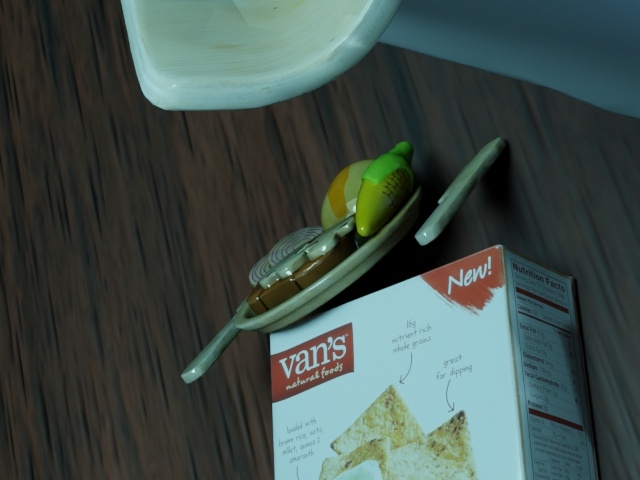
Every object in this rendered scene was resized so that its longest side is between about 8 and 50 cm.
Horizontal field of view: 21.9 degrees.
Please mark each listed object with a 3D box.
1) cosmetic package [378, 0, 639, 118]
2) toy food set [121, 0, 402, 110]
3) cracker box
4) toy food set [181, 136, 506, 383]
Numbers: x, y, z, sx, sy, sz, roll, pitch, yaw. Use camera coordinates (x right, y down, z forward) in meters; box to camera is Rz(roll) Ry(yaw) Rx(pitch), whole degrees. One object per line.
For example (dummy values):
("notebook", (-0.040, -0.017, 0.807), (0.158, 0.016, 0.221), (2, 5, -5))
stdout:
("cosmetic package", (0.206, -0.261, 0.539), (0.327, 0.329, 0.393), (147, 133, -68))
("toy food set", (-0.008, -0.211, 0.465), (0.220, 0.092, 0.306), (-113, 38, -64))
("cracker box", (0.054, 0.136, 0.796), (0.156, 0.067, 0.232), (-24, 58, 37))
("toy food set", (0.000, 0.000, 0.877), (0.192, 0.038, 0.132), (-32, 10, 33))
